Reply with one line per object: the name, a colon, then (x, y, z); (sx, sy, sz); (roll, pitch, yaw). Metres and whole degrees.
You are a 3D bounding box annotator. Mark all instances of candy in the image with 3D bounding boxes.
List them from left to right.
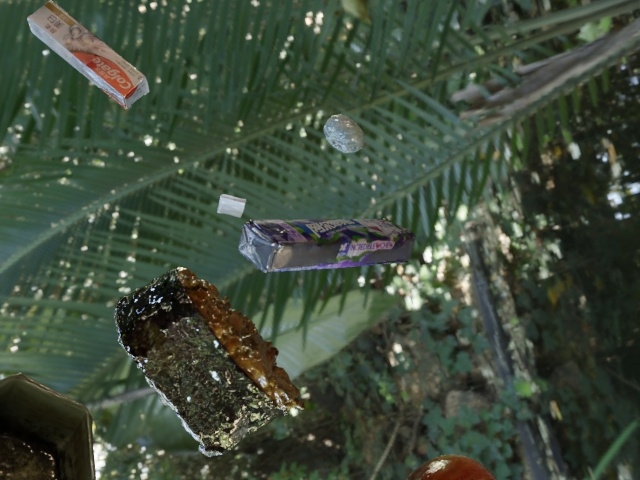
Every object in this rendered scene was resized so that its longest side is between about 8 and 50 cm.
candy: (0.021, 0.003, 1.146); (0.088, 0.312, 0.061); (36, 119, 41)

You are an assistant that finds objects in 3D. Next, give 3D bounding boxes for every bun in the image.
bun: (0.039, -0.180, 1.248); (0.083, 0.045, 0.083); (34, 162, 13)

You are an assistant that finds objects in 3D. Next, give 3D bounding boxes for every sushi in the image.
sushi: (-0.199, 0.191, 1.252); (0.348, 0.208, 0.234); (58, 180, -30)

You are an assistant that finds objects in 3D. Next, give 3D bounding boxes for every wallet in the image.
wallet: (-0.149, -0.057, 1.204); (0.083, 0.044, 0.011); (128, 153, -70)

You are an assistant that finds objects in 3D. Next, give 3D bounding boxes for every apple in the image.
apple: (0.205, 0.427, 1.143); (0.160, 0.173, 0.195); (53, 155, -5)

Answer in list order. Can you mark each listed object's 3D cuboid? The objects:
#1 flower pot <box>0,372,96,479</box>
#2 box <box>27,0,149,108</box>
flower pot: (-0.463, 0.343, 1.074); (0.189, 0.209, 0.239); (-52, 44, 40)
box: (-0.377, -0.302, 1.177); (0.218, 0.055, 0.039); (40, 159, 8)
